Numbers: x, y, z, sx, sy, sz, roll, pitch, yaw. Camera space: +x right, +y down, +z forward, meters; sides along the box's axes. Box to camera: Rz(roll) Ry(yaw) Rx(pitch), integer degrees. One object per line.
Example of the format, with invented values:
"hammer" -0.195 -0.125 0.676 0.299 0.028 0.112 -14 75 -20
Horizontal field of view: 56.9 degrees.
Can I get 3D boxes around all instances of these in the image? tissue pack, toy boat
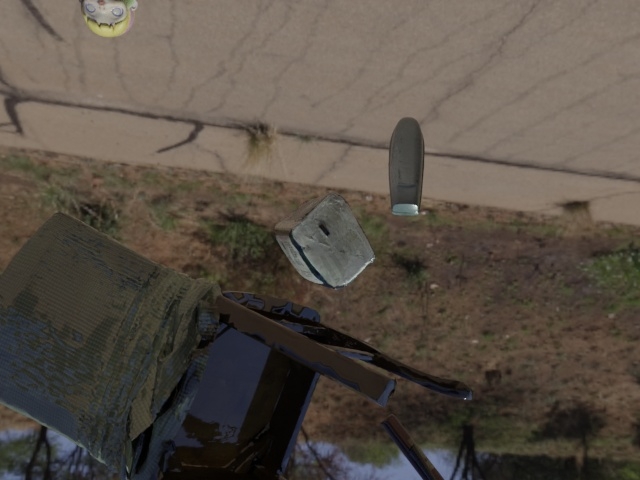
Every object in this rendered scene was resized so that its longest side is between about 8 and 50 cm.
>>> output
"tissue pack" 0.000 0.000 0.780 0.090 0.103 0.170 -35 -172 -8
"toy boat" 0.185 -0.165 1.275 0.078 0.261 0.085 1 150 8

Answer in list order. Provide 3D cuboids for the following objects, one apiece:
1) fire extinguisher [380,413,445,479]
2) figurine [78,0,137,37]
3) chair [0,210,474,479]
"fire extinguisher" 0.166 0.367 0.984 0.035 0.173 0.049 -26 158 -35
"figurine" -0.244 -0.316 0.687 0.083 0.083 0.187 6 142 -12
"chair" -0.079 0.107 0.434 0.319 0.160 0.186 18 174 34
